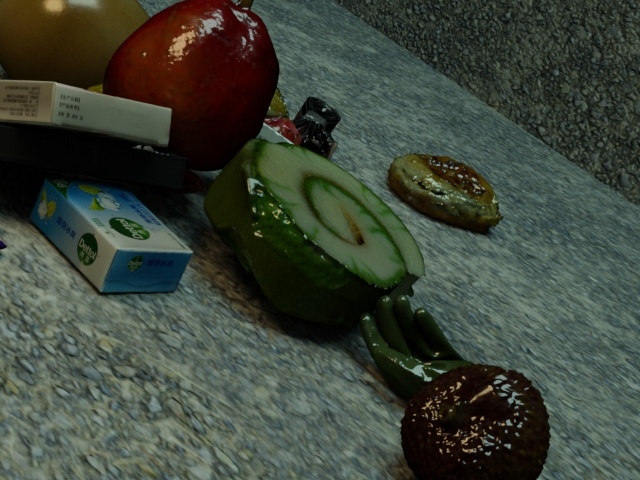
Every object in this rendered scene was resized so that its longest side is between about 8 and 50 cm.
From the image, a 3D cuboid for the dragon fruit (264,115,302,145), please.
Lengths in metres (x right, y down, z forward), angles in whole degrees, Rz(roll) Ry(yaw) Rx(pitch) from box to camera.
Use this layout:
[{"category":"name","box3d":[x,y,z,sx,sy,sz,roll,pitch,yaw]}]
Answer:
[{"category":"dragon fruit","box3d":[-0.091,-0.143,2.088,0.153,0.153,0.111,3,54,-47]}]

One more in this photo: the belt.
[{"category":"belt","box3d":[-0.026,-0.228,2.400,0.126,0.094,0.359,23,19,-4]}]

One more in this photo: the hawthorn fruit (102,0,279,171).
[{"category":"hawthorn fruit","box3d":[-0.191,-0.270,1.794,0.265,0.307,0.265,30,-6,3]}]

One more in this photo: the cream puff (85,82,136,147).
[{"category":"cream puff","box3d":[-0.358,-0.195,1.899,0.146,0.146,0.116,21,55,-13]}]

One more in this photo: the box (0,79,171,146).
[{"category":"box","box3d":[-0.416,-0.190,1.647,0.353,0.069,0.214,6,0,39]}]

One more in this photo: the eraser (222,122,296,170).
[{"category":"eraser","box3d":[-0.116,-0.148,1.974,0.404,0.098,0.096,35,-14,0]}]

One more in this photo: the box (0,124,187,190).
[{"category":"box","box3d":[-0.392,-0.129,1.659,0.350,0.058,0.211,7,3,-38]}]

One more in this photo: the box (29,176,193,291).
[{"category":"box","box3d":[-0.294,-0.008,1.563,0.139,0.073,0.194,3,30,-50]}]

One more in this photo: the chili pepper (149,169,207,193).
[{"category":"chili pepper","box3d":[-0.280,-0.118,1.876,0.191,0.059,0.050,18,13,-13]}]

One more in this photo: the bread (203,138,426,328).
[{"category":"bread","box3d":[0.000,0.000,1.740,0.382,0.129,0.366,29,24,-26]}]

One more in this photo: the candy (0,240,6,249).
[{"category":"candy","box3d":[-0.517,-0.035,1.379,0.145,0.070,0.275,45,24,24]}]

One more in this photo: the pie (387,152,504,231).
[{"category":"pie","box3d":[0.275,-0.120,2.502,0.308,0.085,0.308,22,21,-9]}]

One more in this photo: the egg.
[{"category":"egg","box3d":[-0.434,-0.360,2.016,0.322,0.250,0.250,22,19,-32]}]

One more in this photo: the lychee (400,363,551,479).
[{"category":"lychee","box3d":[0.192,0.244,1.373,0.194,0.194,0.194,22,20,-9]}]

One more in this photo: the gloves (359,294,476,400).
[{"category":"gloves","box3d":[0.163,0.185,1.580,0.268,0.107,0.135,41,32,19]}]

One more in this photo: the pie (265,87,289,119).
[{"category":"pie","box3d":[-0.150,-0.344,2.582,0.128,0.068,0.282,14,27,-26]}]
